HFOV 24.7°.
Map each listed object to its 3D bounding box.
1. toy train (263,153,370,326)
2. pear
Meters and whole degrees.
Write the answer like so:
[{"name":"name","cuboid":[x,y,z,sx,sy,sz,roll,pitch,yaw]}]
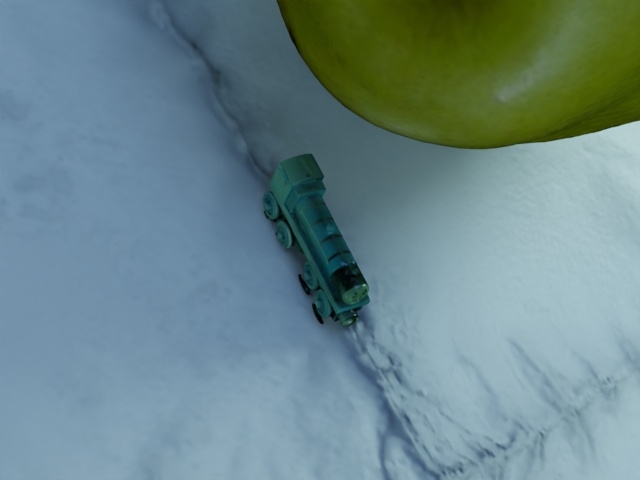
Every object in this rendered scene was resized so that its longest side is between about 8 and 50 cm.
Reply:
[{"name":"toy train","cuboid":[0.000,0.000,0.762,0.029,0.045,0.092,-16,66,-26]},{"name":"pear","cuboid":[0.140,-0.233,0.765,0.362,0.362,0.418,40,50,4]}]
